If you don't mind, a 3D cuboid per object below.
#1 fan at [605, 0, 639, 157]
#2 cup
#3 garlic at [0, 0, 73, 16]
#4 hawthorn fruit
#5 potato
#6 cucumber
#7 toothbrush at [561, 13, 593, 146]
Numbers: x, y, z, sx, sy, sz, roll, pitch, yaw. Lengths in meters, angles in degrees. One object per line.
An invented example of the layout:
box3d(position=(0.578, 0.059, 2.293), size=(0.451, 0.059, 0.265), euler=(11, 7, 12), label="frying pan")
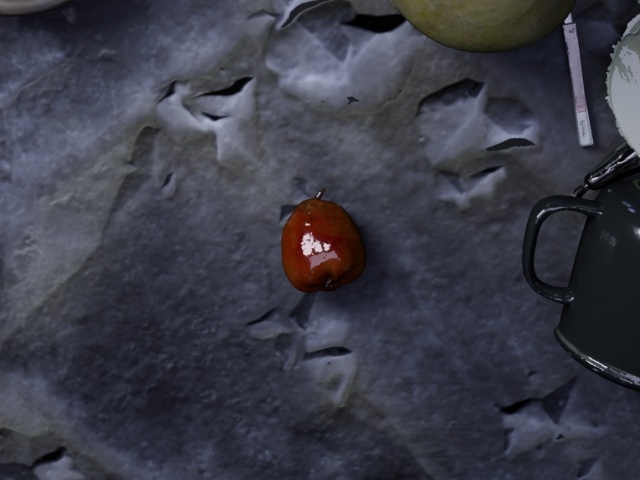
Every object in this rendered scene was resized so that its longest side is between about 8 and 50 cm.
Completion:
box3d(position=(0.315, -0.197, 1.246), size=(0.191, 0.009, 0.329), euler=(-40, 88, 6), label="fan")
box3d(position=(0.283, 0.037, 1.239), size=(0.223, 0.169, 0.176), euler=(16, 109, -7), label="cup")
box3d(position=(-0.274, -0.337, 1.207), size=(0.325, 0.132, 0.279), euler=(5, 83, 2), label="garlic")
box3d(position=(0.000, 0.000, 1.297), size=(0.081, 0.081, 0.093), euler=(-17, 70, 6), label="hawthorn fruit")
box3d(position=(0.128, -0.273, 1.197), size=(0.235, 0.160, 0.178), euler=(42, 61, 9), label="potato")
box3d(position=(0.307, -0.084, 1.279), size=(0.163, 0.043, 0.039), euler=(-34, 101, 11), label="cucumber")
box3d(position=(0.235, -0.184, 1.275), size=(0.014, 0.017, 0.194), euler=(-10, 100, 4), label="toothbrush")
